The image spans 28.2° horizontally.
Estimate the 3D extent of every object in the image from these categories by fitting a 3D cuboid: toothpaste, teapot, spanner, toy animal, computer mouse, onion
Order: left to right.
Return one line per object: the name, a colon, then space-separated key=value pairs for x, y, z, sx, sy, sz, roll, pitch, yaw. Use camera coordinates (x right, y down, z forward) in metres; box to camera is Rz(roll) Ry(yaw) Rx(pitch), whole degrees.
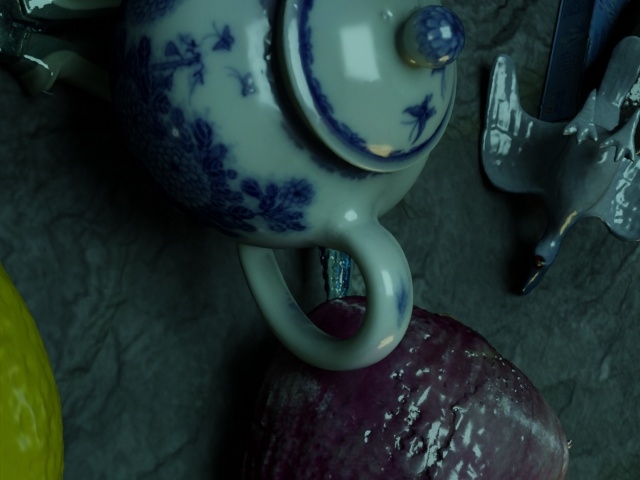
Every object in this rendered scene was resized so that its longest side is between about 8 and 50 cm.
spanner: x=-0.183 y=-0.149 z=0.961 sx=0.324 sy=0.040 sz=0.096 roll=6 pitch=76 yaw=-41
teapot: x=-0.007 y=-0.119 z=0.898 sx=0.252 sy=0.280 sz=0.424 roll=-6 pitch=90 yaw=-42
onion: x=0.053 y=0.209 z=0.959 sx=0.267 sy=0.159 sz=0.349 roll=39 pitch=68 yaw=-18
toy animal: x=0.250 y=-0.077 z=1.240 sx=0.239 sy=0.176 sz=0.255 roll=28 pitch=67 yaw=7
toothpaste: x=0.293 y=-0.230 z=1.376 sx=0.066 sy=0.053 sz=0.272 roll=32 pitch=60 yaw=-36
computer mouse: x=0.345 y=-0.176 z=1.328 sx=0.122 sy=0.073 sz=0.217 roll=55 pitch=50 yaw=-25

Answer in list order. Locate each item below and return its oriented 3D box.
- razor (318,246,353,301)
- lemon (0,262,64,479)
razor: x=0.008 y=-0.002 z=1.081 sx=0.093 sy=0.056 sz=0.324 roll=16 pitch=69 yaw=-35
lemon: x=-0.291 y=0.099 z=0.646 sx=0.336 sy=0.336 sz=0.336 roll=10 pitch=74 yaw=-38
